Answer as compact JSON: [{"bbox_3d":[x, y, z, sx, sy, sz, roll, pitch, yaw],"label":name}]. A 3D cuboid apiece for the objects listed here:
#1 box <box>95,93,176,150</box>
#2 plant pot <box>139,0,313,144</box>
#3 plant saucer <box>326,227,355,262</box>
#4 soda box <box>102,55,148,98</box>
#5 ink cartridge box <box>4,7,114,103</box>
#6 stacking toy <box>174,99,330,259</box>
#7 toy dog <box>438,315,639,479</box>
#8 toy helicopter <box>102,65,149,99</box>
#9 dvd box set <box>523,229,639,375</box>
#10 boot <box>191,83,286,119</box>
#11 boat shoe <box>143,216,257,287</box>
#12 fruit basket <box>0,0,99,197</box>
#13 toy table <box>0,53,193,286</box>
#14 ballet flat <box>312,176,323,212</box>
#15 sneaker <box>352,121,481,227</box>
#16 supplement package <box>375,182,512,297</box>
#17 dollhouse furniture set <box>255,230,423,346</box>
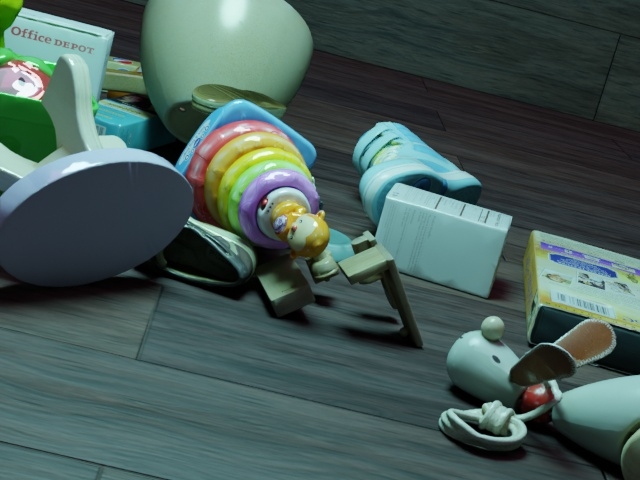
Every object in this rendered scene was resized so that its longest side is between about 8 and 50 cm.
[{"bbox_3d":[-0.321,-0.187,2.275,0.100,0.060,0.244,19,16,13],"label":"box"},{"bbox_3d":[-0.166,-0.257,2.245,0.284,0.284,0.191,14,59,-5],"label":"plant pot"},{"bbox_3d":[0.000,0.000,1.995,0.119,0.021,0.119,13,16,-4],"label":"plant saucer"},{"bbox_3d":[-0.407,-0.315,2.639,0.181,0.061,0.058,10,17,-16],"label":"soda box"},{"bbox_3d":[-0.397,-0.216,2.021,0.154,0.212,0.093,13,15,-6],"label":"ink cartridge box"},{"bbox_3d":[-0.061,-0.046,1.760,0.166,0.175,0.302,32,7,-29],"label":"stacking toy"},{"bbox_3d":[0.302,0.150,1.493,0.334,0.161,0.220,17,15,8],"label":"toy dog"},{"bbox_3d":[-0.319,-0.286,2.491,0.355,0.140,0.235,4,17,-26],"label":"toy helicopter"},{"bbox_3d":[0.443,0.099,1.987,0.308,0.062,0.420,16,15,3],"label":"dvd box set"},{"bbox_3d":[-0.145,-0.145,2.093,0.077,0.165,0.213,31,14,24],"label":"boot"},{"bbox_3d":[-0.187,0.001,1.710,0.224,0.080,0.073,20,11,1],"label":"boat shoe"},{"bbox_3d":[-0.474,-0.253,1.805,0.392,0.392,0.283,9,17,-20],"label":"fruit basket"},{"bbox_3d":[-0.291,-0.066,1.591,0.161,0.252,0.274,44,18,30],"label":"toy table"},{"bbox_3d":[-0.027,-0.069,2.131,0.070,0.070,0.188,11,16,-14],"label":"ballet flat"},{"bbox_3d":[0.103,-0.107,2.215,0.208,0.127,0.319,39,16,25],"label":"sneaker"},{"bbox_3d":[0.173,-0.002,2.006,0.179,0.105,0.105,17,16,7],"label":"supplement package"},{"bbox_3d":[0.021,0.080,1.726,0.151,0.123,0.144,-23,23,-5],"label":"dollhouse furniture set"}]
